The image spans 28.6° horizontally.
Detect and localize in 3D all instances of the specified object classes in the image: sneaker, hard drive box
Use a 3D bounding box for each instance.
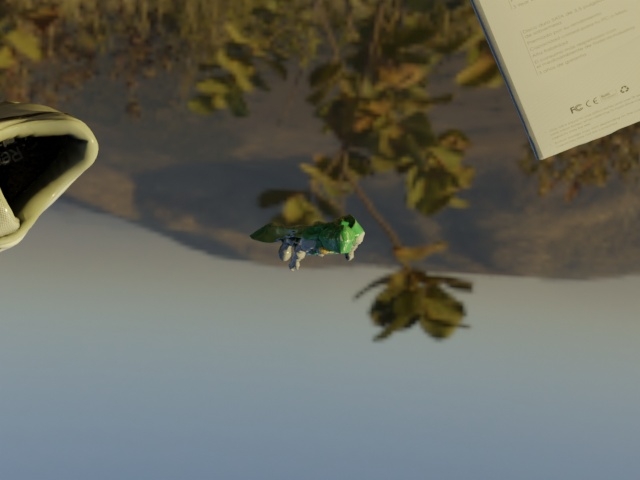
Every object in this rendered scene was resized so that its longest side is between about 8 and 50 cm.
[{"bbox_3d":[-0.317,-0.017,0.989,0.146,0.122,0.330,4,-142,49],"label":"sneaker"},{"bbox_3d":[0.176,-0.186,0.782,0.181,0.089,0.232,-22,133,11],"label":"hard drive box"}]

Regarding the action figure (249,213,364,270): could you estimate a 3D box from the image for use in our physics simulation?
[{"bbox_3d":[0.000,0.000,1.531,0.137,0.063,0.232,-9,-179,-12],"label":"action figure"}]
